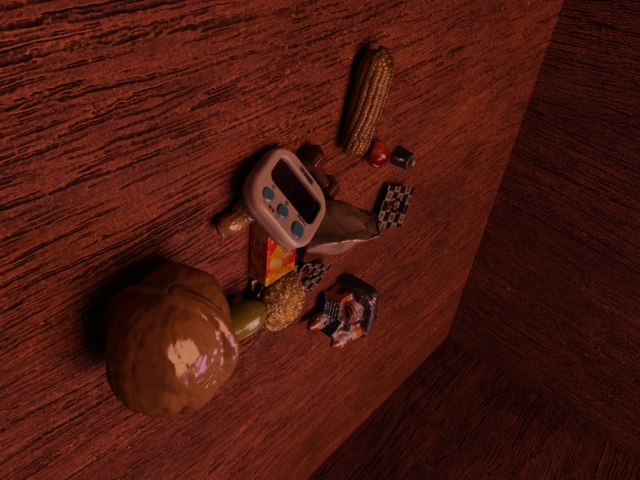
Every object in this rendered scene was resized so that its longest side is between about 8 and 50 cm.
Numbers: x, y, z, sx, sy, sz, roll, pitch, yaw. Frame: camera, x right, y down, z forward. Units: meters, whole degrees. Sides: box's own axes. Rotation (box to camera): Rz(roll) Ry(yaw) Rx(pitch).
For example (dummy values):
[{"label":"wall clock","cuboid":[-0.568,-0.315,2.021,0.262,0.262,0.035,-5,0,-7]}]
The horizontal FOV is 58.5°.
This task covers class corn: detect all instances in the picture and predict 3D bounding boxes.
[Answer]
[{"label":"corn","cuboid":[0.146,-0.437,1.823,0.120,0.120,0.364,-23,139,-48]}]

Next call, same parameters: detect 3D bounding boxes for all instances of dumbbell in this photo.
[{"label":"dumbbell","cuboid":[-0.004,-0.215,1.827,0.092,0.082,0.231,-54,152,-12]}]

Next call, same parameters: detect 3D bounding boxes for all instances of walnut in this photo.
[{"label":"walnut","cuboid":[-0.376,0.250,1.431,0.381,0.381,0.382,-39,146,-33]}]

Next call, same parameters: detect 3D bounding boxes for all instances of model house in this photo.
[{"label":"model house","cuboid":[0.075,0.325,2.362,0.300,0.190,0.272,-26,140,-44]}]

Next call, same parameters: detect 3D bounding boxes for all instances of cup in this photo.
[{"label":"cup","cuboid":[0.322,-0.323,2.252,0.100,0.077,0.078,-12,127,-53]}]

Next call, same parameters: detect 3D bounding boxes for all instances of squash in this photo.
[{"label":"squash","cuboid":[-0.250,0.248,1.795,0.186,0.123,0.123,-25,141,-16]}]

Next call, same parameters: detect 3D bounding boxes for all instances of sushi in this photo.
[{"label":"sushi","cuboid":[-0.050,0.131,2.141,0.139,0.031,0.201,-55,153,15]},{"label":"sushi","cuboid":[0.294,-0.147,2.405,0.215,0.050,0.192,-4,117,-51]}]

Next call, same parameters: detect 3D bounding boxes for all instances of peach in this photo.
[{"label":"peach","cuboid":[0.201,-0.317,2.055,0.100,0.100,0.101,-39,146,-33]}]

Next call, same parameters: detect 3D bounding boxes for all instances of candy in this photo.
[{"label":"candy","cuboid":[-0.146,-0.004,1.797,0.146,0.088,0.276,-32,142,-39]}]

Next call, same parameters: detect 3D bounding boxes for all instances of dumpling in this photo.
[{"label":"dumpling","cuboid":[0.061,-0.045,1.822,0.341,0.259,0.182,39,49,-85]}]

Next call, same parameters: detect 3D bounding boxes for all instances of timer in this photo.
[{"label":"timer","cuboid":[-0.102,-0.117,1.629,0.262,0.087,0.237,52,45,-26]}]

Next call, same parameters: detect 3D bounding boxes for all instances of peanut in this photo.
[{"label":"peanut","cuboid":[-0.227,-0.073,1.619,0.174,0.080,0.080,-39,146,-28]}]

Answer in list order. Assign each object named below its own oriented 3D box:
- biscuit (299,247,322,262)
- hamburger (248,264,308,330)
[{"label":"biscuit","cuboid":[0.000,0.000,2.035,0.208,0.049,0.181,-22,154,-54]},{"label":"hamburger","cuboid":[-0.139,0.206,1.956,0.261,0.138,0.243,-28,139,-42]}]
